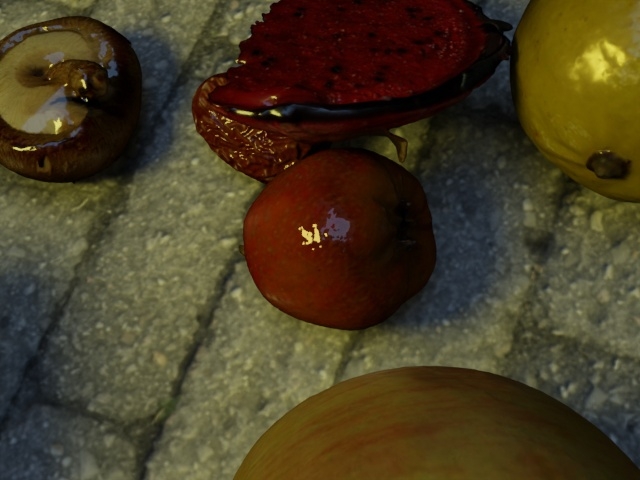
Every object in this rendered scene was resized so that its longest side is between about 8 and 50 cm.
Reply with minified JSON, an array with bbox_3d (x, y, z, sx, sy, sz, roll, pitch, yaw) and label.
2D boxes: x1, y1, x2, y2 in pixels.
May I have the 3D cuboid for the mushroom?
[{"bbox_3d":[-0.313,-0.162,1.021,0.194,0.138,0.231,1,54,21],"label":"mushroom"}]

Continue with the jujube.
[{"bbox_3d":[-0.071,-0.133,0.994,0.176,0.109,0.112,27,35,25],"label":"jujube"}]

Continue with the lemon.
[{"bbox_3d":[0.341,-0.187,0.881,0.296,0.297,0.297,-2,66,5],"label":"lemon"}]

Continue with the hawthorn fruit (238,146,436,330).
[{"bbox_3d":[0.000,0.000,0.894,0.225,0.196,0.197,-8,62,32],"label":"hawthorn fruit"}]

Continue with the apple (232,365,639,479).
[{"bbox_3d":[0.089,0.292,0.641,0.346,0.391,0.392,1,65,-10],"label":"apple"}]

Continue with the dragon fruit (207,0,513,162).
[{"bbox_3d":[0.055,-0.179,0.890,0.282,0.100,0.344,8,40,15],"label":"dragon fruit"}]
